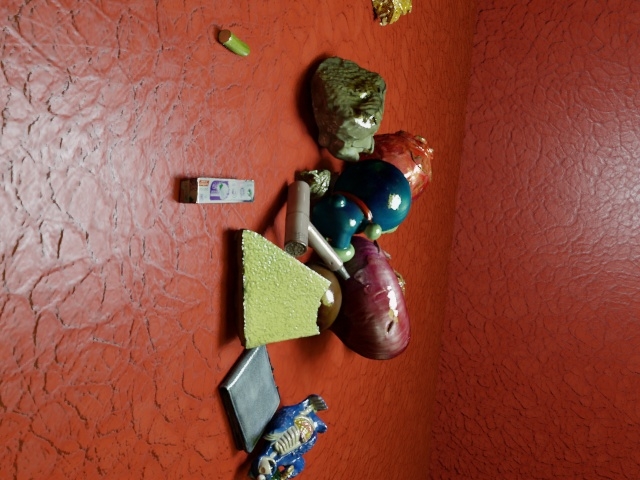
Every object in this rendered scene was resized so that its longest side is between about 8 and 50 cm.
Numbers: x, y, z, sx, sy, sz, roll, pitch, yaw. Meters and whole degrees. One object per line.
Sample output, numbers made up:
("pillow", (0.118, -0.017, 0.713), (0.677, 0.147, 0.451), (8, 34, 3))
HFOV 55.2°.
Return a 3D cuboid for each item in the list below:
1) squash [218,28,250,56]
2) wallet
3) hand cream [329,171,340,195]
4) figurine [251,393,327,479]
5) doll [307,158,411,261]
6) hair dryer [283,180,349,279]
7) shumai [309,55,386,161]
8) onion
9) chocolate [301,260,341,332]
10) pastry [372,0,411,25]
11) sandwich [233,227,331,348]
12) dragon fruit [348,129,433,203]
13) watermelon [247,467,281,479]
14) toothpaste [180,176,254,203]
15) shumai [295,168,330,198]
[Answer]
("squash", (-0.155, -0.359, 1.124), (0.083, 0.028, 0.027), (14, 84, -67))
("wallet", (-0.152, 0.345, 1.356), (0.167, 0.036, 0.222), (-54, 143, -46))
("hand cream", (0.039, -0.108, 1.664), (0.057, 0.037, 0.165), (-44, 144, -56))
("figurine", (-0.084, 0.473, 1.452), (0.262, 0.121, 0.164), (-18, 109, -57))
("doll", (0.106, -0.089, 1.525), (0.322, 0.199, 0.186), (-40, 147, -39))
("hair dryer", (0.002, -0.007, 1.401), (0.220, 0.054, 0.195), (39, 35, -35))
("shumai", (0.056, -0.306, 1.499), (0.255, 0.189, 0.218), (-70, 176, -46))
("onion", (0.090, 0.164, 1.623), (0.347, 0.286, 0.347), (162, -90, -84))
("chocolate", (-0.018, 0.128, 1.442), (0.177, 0.177, 0.176), (8, 90, -67))
("pastry", (0.194, -0.737, 1.710), (0.154, 0.102, 0.250), (-57, 151, -25))
("sandwich", (-0.077, 0.088, 1.281), (0.212, 0.063, 0.244), (-6, 102, -32))
("dragon fruit", (0.204, -0.200, 1.754), (0.252, 0.241, 0.241), (-60, 148, -41))
("watermelon", (-0.132, 0.559, 1.449), (0.061, 0.085, 0.085), (-54, 170, 27))
("toothpaste", (-0.184, -0.091, 1.128), (0.196, 0.040, 0.047), (-10, 102, -66))
("shumai", (-0.026, -0.145, 1.470), (0.080, 0.083, 0.082), (28, 37, -34))
